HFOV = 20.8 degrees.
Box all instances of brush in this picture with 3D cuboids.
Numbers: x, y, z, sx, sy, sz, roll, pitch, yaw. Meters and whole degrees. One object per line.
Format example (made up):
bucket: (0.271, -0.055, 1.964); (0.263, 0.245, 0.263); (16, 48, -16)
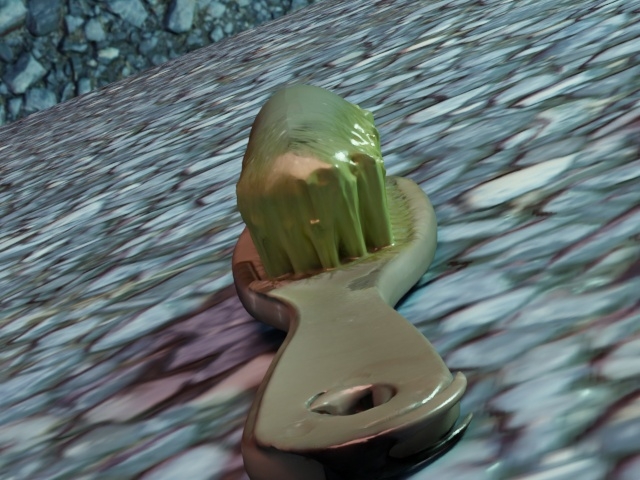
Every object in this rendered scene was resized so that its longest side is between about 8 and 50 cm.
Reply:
brush: (-0.002, -0.001, 0.518); (0.072, 0.067, 0.313); (-21, 12, 4)
